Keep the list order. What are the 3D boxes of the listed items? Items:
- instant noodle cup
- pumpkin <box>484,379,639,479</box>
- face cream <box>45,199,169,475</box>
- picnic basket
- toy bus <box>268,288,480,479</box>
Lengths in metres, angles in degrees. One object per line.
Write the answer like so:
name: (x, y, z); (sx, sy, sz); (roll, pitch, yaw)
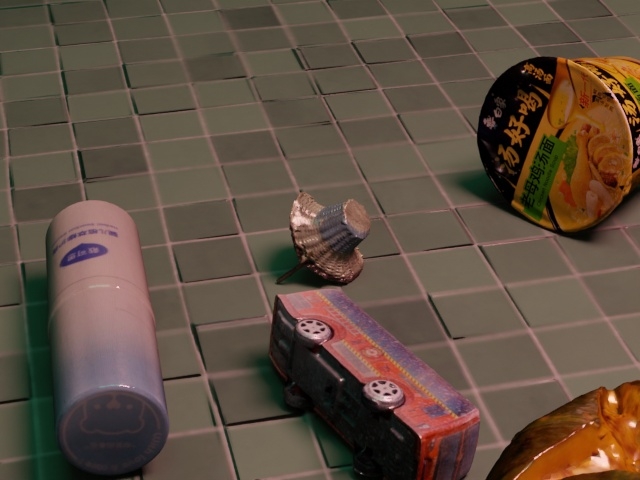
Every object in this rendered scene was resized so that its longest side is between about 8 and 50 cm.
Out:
instant noodle cup: (0.230, -0.096, 1.220); (0.151, 0.151, 0.122); (25, 33, 35)
pumpkin: (0.194, 0.172, 0.761); (0.238, 0.159, 0.238); (-10, 13, 2)
face cream: (-0.158, 0.062, 1.020); (0.077, 0.077, 0.250); (-6, 32, -10)
picnic basket: (0.000, 0.000, 1.141); (0.083, 0.083, 0.065); (-27, 24, 34)
toy bus: (0.032, 0.099, 0.972); (0.077, 0.065, 0.192); (-12, 33, -31)
